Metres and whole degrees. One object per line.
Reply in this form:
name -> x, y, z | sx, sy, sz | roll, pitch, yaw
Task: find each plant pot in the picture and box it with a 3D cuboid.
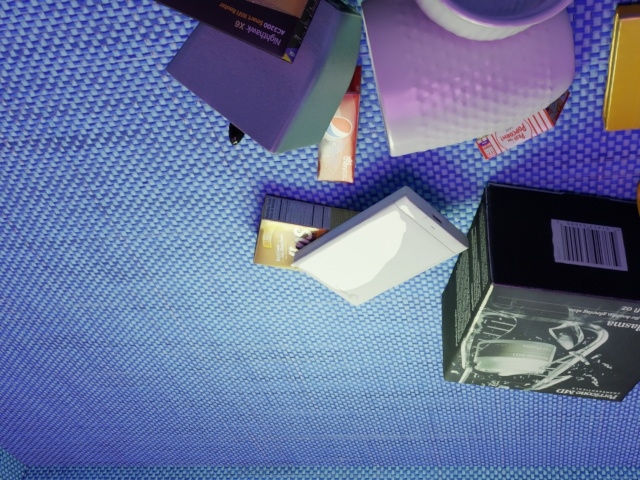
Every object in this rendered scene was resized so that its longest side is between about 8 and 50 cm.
plant pot -> -0.065, -0.332, 1.384 | 0.247, 0.248, 0.252 | 39, 111, 8

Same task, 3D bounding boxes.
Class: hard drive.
hard drive -> 0.141, 0.024, 1.889 | 0.353, 0.047, 0.233 | -31, 129, 34

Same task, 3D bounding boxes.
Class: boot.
boot -> -0.132, -0.250, 1.647 | 0.099, 0.121, 0.045 | 2, 146, 15

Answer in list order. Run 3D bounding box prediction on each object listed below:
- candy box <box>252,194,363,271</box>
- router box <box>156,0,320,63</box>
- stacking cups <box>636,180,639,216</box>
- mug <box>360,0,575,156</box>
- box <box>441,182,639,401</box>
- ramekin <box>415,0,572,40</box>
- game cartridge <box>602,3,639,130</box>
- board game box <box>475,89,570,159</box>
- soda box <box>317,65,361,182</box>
candy box -> 0.000, 0.000, 1.977 | 0.316, 0.088, 0.183 | 9, 140, -6
router box -> -0.137, -0.451, 1.227 | 0.308, 0.081, 0.243 | 25, 100, 6
stacking cups -> 0.867, -0.101, 1.728 | 0.316, 0.096, 0.096 | -5, 142, 11
mug -> 0.246, -0.355, 1.354 | 0.328, 0.276, 0.374 | -12, 119, 5
box -> 0.578, 0.142, 1.924 | 0.479, 0.297, 0.472 | 7, 145, -1
ramekin -> 0.256, -0.435, 1.178 | 0.277, 0.277, 0.135 | 8, 178, -3
game cartridge -> 0.710, -0.333, 1.481 | 0.323, 0.053, 0.285 | -4, 142, 10
board game box -> 0.393, -0.239, 1.527 | 0.146, 0.193, 0.045 | -26, 104, 36
soda box -> 0.038, -0.239, 1.655 | 0.083, 0.092, 0.263 | 3, 143, 2
